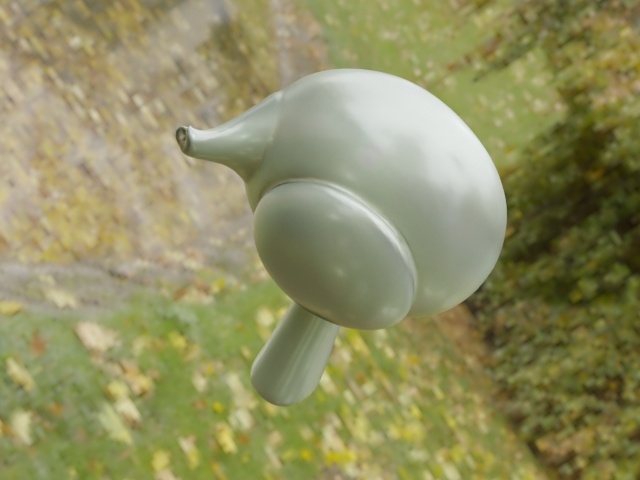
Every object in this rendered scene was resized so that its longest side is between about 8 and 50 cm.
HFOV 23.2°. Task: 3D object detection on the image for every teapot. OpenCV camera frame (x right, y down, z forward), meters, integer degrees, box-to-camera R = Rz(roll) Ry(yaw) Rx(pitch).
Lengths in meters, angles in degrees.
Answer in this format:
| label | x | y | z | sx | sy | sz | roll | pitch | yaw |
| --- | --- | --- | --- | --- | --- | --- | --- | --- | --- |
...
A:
| label | x | y | z | sx | sy | sz | roll | pitch | yaw |
| --- | --- | --- | --- | --- | --- | --- | --- | --- | --- |
| teapot | 0.032 | 0.016 | 1.187 | 0.220 | 0.149 | 0.318 | 19 | -37 | 31 |
